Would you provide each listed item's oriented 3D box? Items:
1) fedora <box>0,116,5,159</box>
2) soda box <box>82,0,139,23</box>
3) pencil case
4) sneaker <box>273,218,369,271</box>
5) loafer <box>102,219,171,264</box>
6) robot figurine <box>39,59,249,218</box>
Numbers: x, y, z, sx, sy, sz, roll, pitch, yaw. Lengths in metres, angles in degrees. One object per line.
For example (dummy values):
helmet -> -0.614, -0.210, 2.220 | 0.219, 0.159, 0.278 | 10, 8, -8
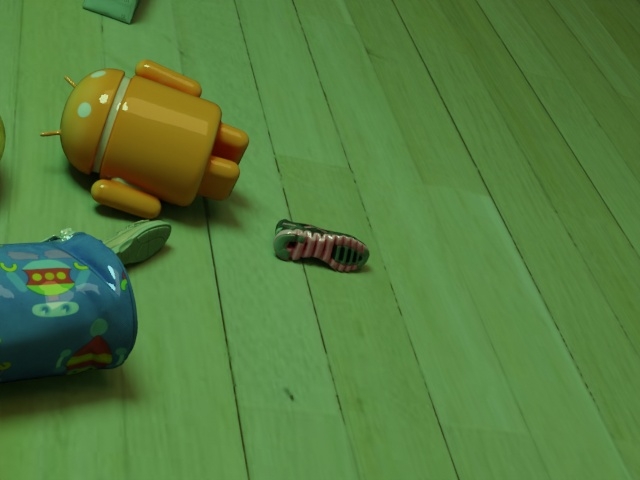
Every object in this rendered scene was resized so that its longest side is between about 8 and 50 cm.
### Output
fedora -> -0.418, -0.101, 1.028 | 0.194, 0.079, 0.194 | 18, 42, -17
soda box -> -0.291, -0.408, 1.521 | 0.074, 0.069, 0.216 | 18, 36, -10
pencil case -> -0.306, 0.057, 0.848 | 0.306, 0.119, 0.133 | -3, 73, -35
sneaker -> 0.000, 0.000, 1.189 | 0.119, 0.047, 0.057 | 14, 25, -18
loafer -> -0.207, 0.004, 1.053 | 0.039, 0.045, 0.125 | 30, 37, 19
robot figurine -> -0.195, -0.114, 1.141 | 0.220, 0.158, 0.128 | 19, 13, -10
